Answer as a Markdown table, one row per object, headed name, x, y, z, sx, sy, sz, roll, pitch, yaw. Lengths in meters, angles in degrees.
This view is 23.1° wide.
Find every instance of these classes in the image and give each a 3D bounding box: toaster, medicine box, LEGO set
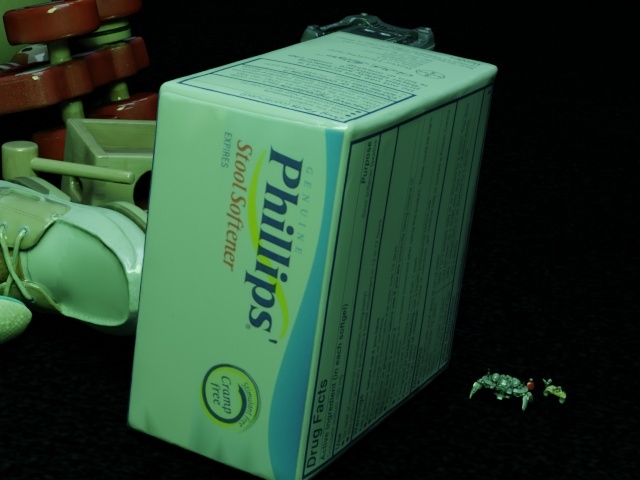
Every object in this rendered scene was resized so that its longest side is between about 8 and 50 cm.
| name | x | y | z | sx | sy | sz | roll | pitch | yaw |
| --- | --- | --- | --- | --- | --- | --- | --- | --- | --- |
| toaster | 0.048 | -0.186 | 1.901 | 0.129 | 0.146 | 0.227 | 15 | 20 | 21 |
| medicine box | 0.000 | 0.000 | 1.172 | 0.149 | 0.263 | 0.289 | 16 | 20 | 23 |
| LEGO set | 0.160 | 0.117 | 1.269 | 0.083 | 0.023 | 0.054 | -8 | 25 | -38 |

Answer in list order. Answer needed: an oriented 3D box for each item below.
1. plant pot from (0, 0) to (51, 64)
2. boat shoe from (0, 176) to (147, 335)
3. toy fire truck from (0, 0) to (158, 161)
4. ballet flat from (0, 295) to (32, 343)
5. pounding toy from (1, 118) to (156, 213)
| name | x | y | z | sx | sy | sz | roll | pitch | yaw |
| --- | --- | --- | --- | --- | --- | --- | --- | --- | --- |
| plant pot | -0.437 | -0.301 | 1.962 | 0.284 | 0.191 | 0.284 | 7 | 19 | -2 |
| boat shoe | -0.226 | 0.016 | 1.287 | 0.103 | 0.113 | 0.302 | -8 | 14 | -36 |
| toy fire truck | -0.328 | -0.180 | 1.743 | 0.254 | 0.169 | 0.302 | -6 | 14 | 17 |
| ballet flat | -0.305 | 0.073 | 1.186 | 0.168 | 0.057 | 0.052 | 1 | 48 | -9 |
| pounding toy | -0.201 | -0.047 | 1.479 | 0.206 | 0.094 | 0.181 | 0 | 20 | -22 |
